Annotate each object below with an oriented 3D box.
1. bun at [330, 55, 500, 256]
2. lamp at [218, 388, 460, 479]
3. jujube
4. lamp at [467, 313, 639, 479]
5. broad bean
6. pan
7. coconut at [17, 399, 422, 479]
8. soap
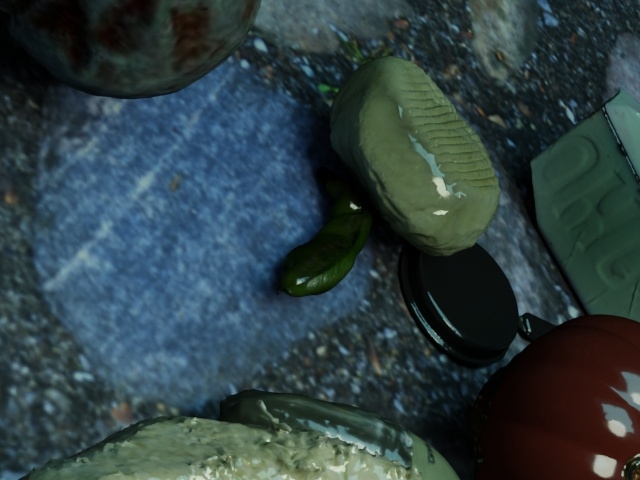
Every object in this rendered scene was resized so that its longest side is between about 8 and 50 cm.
[{"bbox_3d":[0.077,-0.069,1.432,0.188,0.111,0.164,55,20,5],"label":"bun"},{"bbox_3d":[0.031,0.177,1.208,0.250,0.101,0.101,33,42,-23],"label":"lamp"},{"bbox_3d":[-0.136,-0.245,1.228,0.215,0.246,0.308,29,50,-29],"label":"jujube"},{"bbox_3d":[0.220,0.171,1.344,0.227,0.227,0.227,28,44,-31],"label":"lamp"},{"bbox_3d":[0.008,0.002,1.361,0.061,0.046,0.195,25,34,-5],"label":"broad bean"},{"bbox_3d":[0.167,0.064,1.504,0.235,0.028,0.136,22,48,-37],"label":"pan"},{"bbox_3d":[-0.079,0.244,0.907,0.297,0.254,0.297,11,65,-25],"label":"coconut"},{"bbox_3d":[0.299,-0.023,1.619,0.091,0.145,0.230,-20,77,-52],"label":"soap"}]
